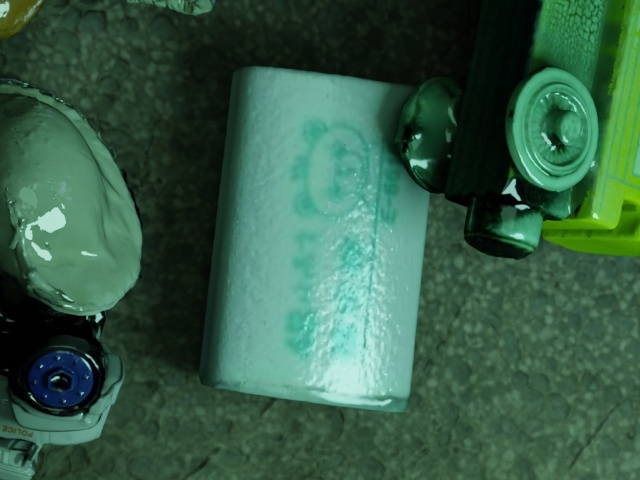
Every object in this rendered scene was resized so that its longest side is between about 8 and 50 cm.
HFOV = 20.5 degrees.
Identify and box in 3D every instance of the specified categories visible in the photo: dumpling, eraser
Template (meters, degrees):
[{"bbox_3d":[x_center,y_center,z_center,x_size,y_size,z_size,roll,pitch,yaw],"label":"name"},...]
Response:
[{"bbox_3d":[-0.226,-0.034,1.508,0.172,0.142,0.247,4,53,-38],"label":"dumpling"},{"bbox_3d":[0.000,0.000,1.571,0.189,0.104,0.290,6,88,-12],"label":"eraser"}]

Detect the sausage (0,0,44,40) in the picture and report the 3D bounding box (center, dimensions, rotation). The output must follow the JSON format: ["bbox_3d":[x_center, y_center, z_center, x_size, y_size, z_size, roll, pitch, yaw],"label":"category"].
[{"bbox_3d":[-0.246,-0.291,1.521,0.109,0.109,0.270,25,84,-11],"label":"sausage"}]

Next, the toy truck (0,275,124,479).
[{"bbox_3d":[-0.280,0.118,1.499,0.213,0.161,0.177,16,106,-12],"label":"toy truck"}]

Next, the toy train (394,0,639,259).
[{"bbox_3d":[0.238,-0.183,1.557,0.272,0.179,0.442,19,79,-35],"label":"toy train"}]

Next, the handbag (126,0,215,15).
[{"bbox_3d":[-0.128,-0.276,1.555,0.117,0.095,0.173,21,78,-6],"label":"handbag"}]
